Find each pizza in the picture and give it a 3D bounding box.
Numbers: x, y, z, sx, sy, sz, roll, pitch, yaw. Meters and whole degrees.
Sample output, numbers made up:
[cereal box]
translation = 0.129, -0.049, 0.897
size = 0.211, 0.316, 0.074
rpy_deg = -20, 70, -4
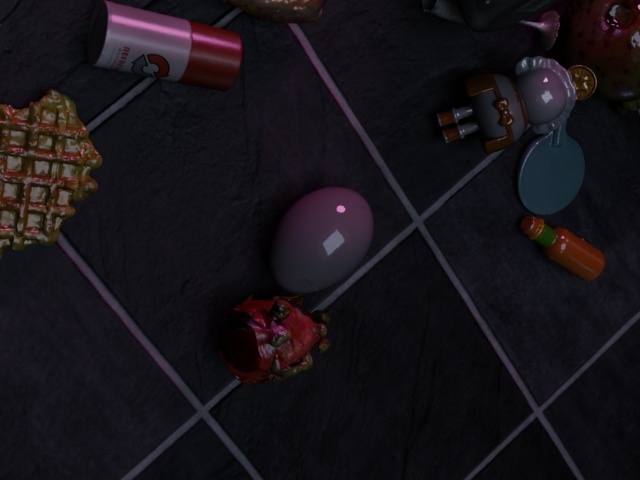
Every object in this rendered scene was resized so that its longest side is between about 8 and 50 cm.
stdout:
[pizza]
translation = -0.110, -0.434, 1.755
size = 0.305, 0.085, 0.161
rpy_deg = 36, 81, -24

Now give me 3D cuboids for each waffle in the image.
[waffle]
translation = -0.455, -0.114, 1.681
size = 0.291, 0.051, 0.291
rpy_deg = -6, 105, -24

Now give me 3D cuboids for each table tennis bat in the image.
[table tennis bat]
translation = 0.426, -0.162, 2.128
size = 0.149, 0.038, 0.237
rpy_deg = -4, 109, -25

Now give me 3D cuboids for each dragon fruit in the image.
[dragon fruit]
translation = -0.070, 0.151, 1.885
size = 0.160, 0.166, 0.172
rpy_deg = 49, 39, 10

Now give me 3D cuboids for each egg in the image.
[egg]
translation = 0.000, 0.000, 1.886
size = 0.198, 0.146, 0.146
rpy_deg = -42, 118, -5

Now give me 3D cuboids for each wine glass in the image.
[wine glass]
translation = 0.286, -0.387, 1.980
size = 0.262, 0.074, 0.074
rpy_deg = 9, 99, -27

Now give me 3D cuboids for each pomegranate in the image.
[pomegranate]
translation = 0.561, -0.347, 2.051
size = 0.306, 0.242, 0.242
rpy_deg = 20, 93, -46

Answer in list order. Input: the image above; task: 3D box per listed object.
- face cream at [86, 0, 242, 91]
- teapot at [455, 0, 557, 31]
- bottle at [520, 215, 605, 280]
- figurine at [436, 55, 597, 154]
[face cream]
translation = -0.231, -0.286, 1.725
size = 0.214, 0.096, 0.096
rpy_deg = 8, 99, -28
[teapot]
translation = 0.312, -0.517, 1.861
size = 0.305, 0.223, 0.285
rpy_deg = -25, 86, -22
[bottle]
translation = 0.447, 0.009, 2.160
size = 0.187, 0.069, 0.069
rpy_deg = 30, 88, -28
[figurine]
translation = 0.332, -0.233, 1.972
size = 0.271, 0.143, 0.143
rpy_deg = -14, 116, 22
